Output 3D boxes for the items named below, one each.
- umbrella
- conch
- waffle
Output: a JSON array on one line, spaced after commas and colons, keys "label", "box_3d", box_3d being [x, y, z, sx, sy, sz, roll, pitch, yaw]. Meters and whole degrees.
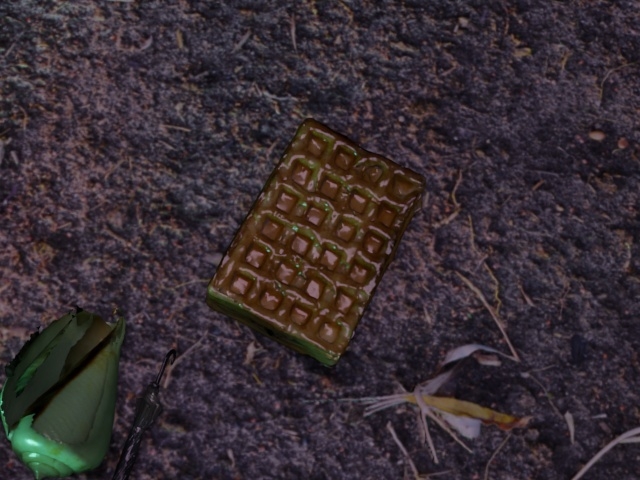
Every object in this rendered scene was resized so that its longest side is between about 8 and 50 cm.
[{"label": "umbrella", "box_3d": [-0.248, 0.269, 1.769, 0.044, 0.044, 0.269, 29, 77, -26]}, {"label": "conch", "box_3d": [-0.335, 0.189, 1.721, 0.144, 0.137, 0.250, 6, 71, -6]}, {"label": "waffle", "box_3d": [0.000, 0.000, 1.862, 0.213, 0.091, 0.308, 28, 71, 1]}]
